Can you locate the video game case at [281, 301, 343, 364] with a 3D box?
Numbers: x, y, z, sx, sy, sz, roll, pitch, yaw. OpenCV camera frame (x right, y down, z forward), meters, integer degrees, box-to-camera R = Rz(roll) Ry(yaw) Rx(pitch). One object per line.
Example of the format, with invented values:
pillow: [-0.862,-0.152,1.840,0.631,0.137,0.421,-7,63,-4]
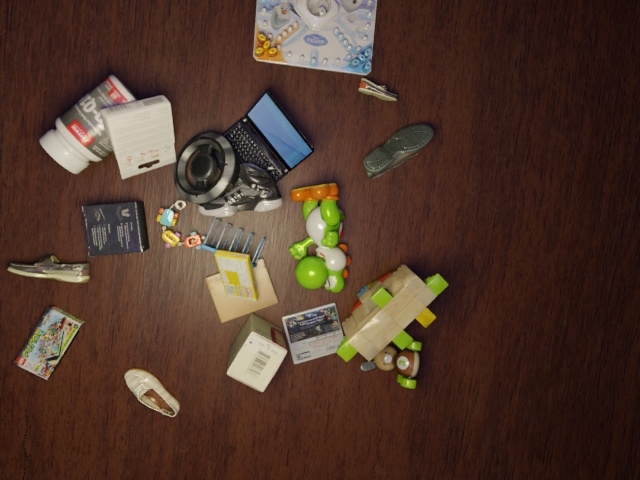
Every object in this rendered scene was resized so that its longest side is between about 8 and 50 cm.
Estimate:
video game case: [-0.021,0.320,1.520,0.191,0.022,0.173,-15,97,-6]

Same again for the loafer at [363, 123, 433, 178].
loafer: [0.260,-0.300,1.490,0.268,0.084,0.096,-32,68,-8]

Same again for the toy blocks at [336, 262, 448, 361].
toy blocks: [0.204,0.209,1.437,0.191,0.261,0.381,44,95,-12]

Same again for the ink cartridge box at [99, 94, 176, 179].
ink cartridge box: [-0.525,-0.303,1.295,0.181,0.224,0.056,-26,63,-29]

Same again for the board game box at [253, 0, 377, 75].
board game box: [-0.007,-0.758,1.413,0.391,0.050,0.389,4,95,-9]

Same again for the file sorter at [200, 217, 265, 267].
file sorter: [-0.270,0.007,1.397,0.171,0.118,0.104,22,87,-1]

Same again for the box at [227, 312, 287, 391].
box: [-0.201,0.345,1.387,0.127,0.232,0.148,31,90,-10]

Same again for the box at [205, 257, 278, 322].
box: [-0.261,0.166,1.470,0.201,0.021,0.164,-19,97,-7]

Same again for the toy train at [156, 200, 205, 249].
toy train: [-0.450,-0.041,1.414,0.125,0.046,0.166,-21,101,-7]

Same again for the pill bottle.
pill bottle: [-0.659,-0.337,1.295,0.283,0.161,0.161,-41,99,-3]

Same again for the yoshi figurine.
yoshi figurine: [-0.016,0.006,1.419,0.203,0.203,0.361,-9,99,8]

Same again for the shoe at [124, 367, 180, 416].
shoe: [-0.549,0.499,1.437,0.219,0.058,0.076,42,88,-10]

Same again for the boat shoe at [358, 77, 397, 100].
boat shoe: [0.195,-0.501,1.469,0.137,0.049,0.043,17,90,-5]

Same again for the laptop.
laptop: [-0.196,-0.284,1.382,0.264,0.136,0.234,-40,99,-3]

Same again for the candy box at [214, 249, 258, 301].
candy box: [-0.257,0.113,1.365,0.105,0.027,0.205,7,136,9]

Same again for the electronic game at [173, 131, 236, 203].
electronic game: [-0.360,-0.224,1.360,0.230,0.048,0.229,-4,79,23]

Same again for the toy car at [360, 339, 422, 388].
toy car: [0.237,0.408,1.515,0.189,0.149,0.154,10,81,3]

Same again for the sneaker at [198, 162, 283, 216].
sneaker: [-0.258,-0.162,1.379,0.269,0.101,0.152,-6,107,3]

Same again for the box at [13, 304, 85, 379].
box: [-0.853,0.321,1.387,0.114,0.036,0.206,31,90,-10]

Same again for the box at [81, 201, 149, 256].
box: [-0.629,-0.037,1.361,0.159,0.093,0.155,-5,95,-7]

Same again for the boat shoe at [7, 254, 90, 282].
boat shoe: [-0.827,0.082,1.353,0.224,0.080,0.073,10,88,-15]
